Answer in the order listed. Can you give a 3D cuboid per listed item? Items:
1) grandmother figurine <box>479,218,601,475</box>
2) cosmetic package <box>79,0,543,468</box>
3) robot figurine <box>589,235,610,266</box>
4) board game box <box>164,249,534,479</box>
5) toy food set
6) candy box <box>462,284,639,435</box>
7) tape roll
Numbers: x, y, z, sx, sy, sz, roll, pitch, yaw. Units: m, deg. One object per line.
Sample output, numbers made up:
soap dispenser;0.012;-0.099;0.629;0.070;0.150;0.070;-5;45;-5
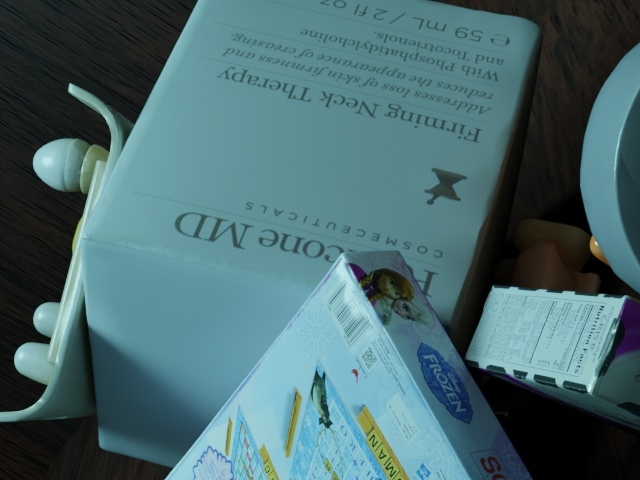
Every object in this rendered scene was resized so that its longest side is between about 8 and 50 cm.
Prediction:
grandmother figurine;0.167;0.137;1.392;0.208;0.104;0.342;95;-170;-50
cosmetic package;0.000;0.000;1.562;0.327;0.329;0.393;94;-168;-49
robot figurine;0.299;-0.066;1.297;0.219;0.128;0.158;-60;-21;-10
board game box;0.030;0.228;1.270;0.318;0.066;0.318;-52;55;37
toy food set;-0.229;0.022;1.537;0.220;0.092;0.306;40;-116;-81
candy box;0.216;0.091;1.145;0.071;0.159;0.233;-69;15;-5
tape roll;0.286;-0.047;1.093;0.219;0.219;0.072;-57;12;0
